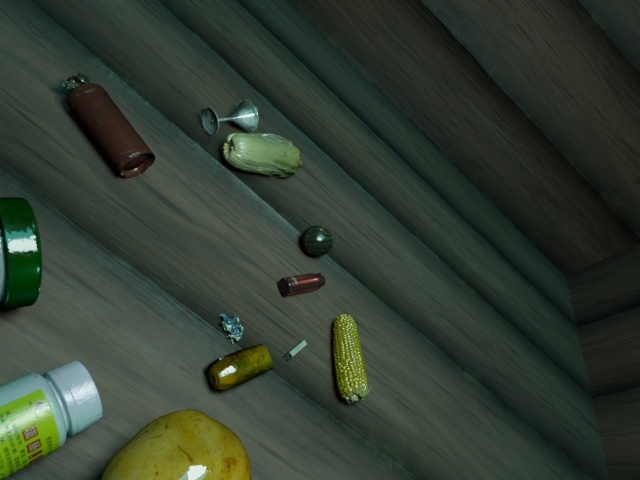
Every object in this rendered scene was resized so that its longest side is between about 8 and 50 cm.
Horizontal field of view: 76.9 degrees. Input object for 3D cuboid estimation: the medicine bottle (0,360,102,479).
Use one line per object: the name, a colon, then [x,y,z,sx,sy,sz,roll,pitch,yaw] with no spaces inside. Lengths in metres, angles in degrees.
medicine bottle: [-0.501,0.303,0.660,0.225,0.139,0.139,-21,76,-49]

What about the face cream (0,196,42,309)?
face cream: [-0.678,0.034,0.640,0.357,0.219,0.312,-6,63,-48]

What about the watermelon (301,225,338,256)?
watermelon: [0.000,0.000,1.376,0.133,0.105,0.105,-7,64,-24]

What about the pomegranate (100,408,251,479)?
pomegranate: [-0.255,0.434,0.705,0.264,0.264,0.264,24,46,-28]

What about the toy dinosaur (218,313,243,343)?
toy dinosaur: [-0.233,0.226,1.051,0.047,0.030,0.083,-13,69,-49]

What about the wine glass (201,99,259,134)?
wine glass: [-0.320,-0.425,1.413,0.183,0.122,0.122,-26,80,-44]

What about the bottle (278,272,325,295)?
bottle: [-0.053,0.136,1.269,0.164,0.060,0.060,-5,64,-45]

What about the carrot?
carrot: [-0.190,0.308,0.990,0.173,0.082,0.082,-13,70,-44]

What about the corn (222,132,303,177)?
corn: [-0.196,-0.298,1.414,0.305,0.122,0.123,-3,63,-46]

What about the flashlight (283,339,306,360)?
flashlight: [-0.071,0.312,1.144,0.018,0.018,0.083,55,40,5]

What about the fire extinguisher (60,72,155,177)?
fire extinguisher: [-0.585,-0.334,1.109,0.337,0.106,0.147,53,15,3]

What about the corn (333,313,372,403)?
corn: [0.084,0.348,1.206,0.091,0.091,0.260,20,46,-28]
